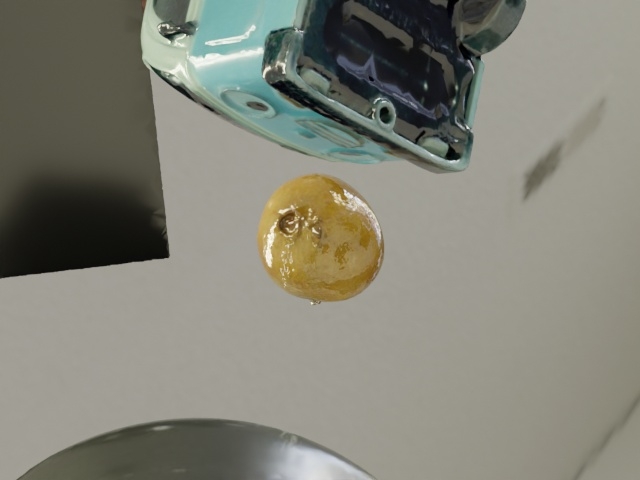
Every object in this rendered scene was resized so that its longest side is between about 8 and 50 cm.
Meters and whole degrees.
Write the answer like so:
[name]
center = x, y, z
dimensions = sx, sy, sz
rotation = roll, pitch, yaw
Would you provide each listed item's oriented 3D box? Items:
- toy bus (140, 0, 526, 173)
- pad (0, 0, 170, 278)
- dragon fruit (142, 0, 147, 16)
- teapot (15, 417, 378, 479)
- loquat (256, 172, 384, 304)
[toy bus]
center = 0.008, -0.170, 0.809
dimensions = 0.133, 0.165, 0.271
rotation = 25, -109, -40
[pad]
center = -0.186, -0.094, 1.036
dimensions = 0.170, 0.006, 0.245
rotation = -7, -71, -7
[dragon fruit]
center = -0.126, -0.271, 1.337
dimensions = 0.250, 0.315, 0.250
rotation = 6, -90, -69
[teapot]
center = -0.060, 0.313, 0.870
dimensions = 0.361, 0.306, 0.376
rotation = -88, -21, -70
[loquat]
center = 0.000, 0.000, 1.778
dimensions = 0.141, 0.141, 0.141
rotation = -41, -31, -31
